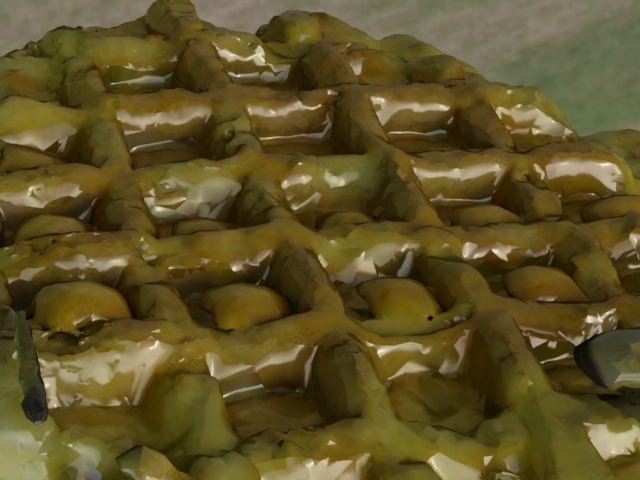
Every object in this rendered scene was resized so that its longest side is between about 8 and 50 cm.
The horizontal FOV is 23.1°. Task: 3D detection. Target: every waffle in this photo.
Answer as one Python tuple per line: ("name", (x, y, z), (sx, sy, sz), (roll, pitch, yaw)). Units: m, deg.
("waffle", (0.000, 0.003, 0.443), (0.262, 0.060, 0.280), (20, -148, 23))
